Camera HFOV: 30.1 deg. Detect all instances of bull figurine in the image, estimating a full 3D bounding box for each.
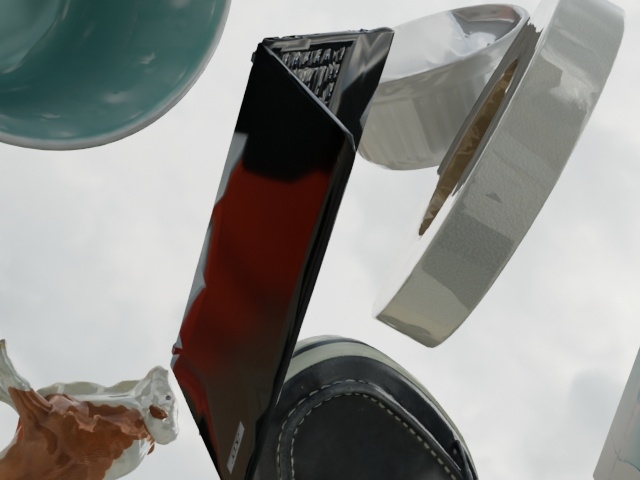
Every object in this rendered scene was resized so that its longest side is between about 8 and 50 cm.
[{"bbox_3d":[-0.284,0.218,1.169,0.188,0.310,0.101,38,-11,11],"label":"bull figurine"}]

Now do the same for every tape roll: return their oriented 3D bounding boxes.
[{"bbox_3d":[0.173,-0.076,1.189,0.072,0.392,0.392,29,-35,0],"label":"tape roll"}]

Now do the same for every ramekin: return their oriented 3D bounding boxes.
[{"bbox_3d":[0.143,-0.188,1.484,0.273,0.273,0.127,4,-58,47],"label":"ramekin"}]

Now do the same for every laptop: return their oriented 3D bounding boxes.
[{"bbox_3d":[0.000,0.000,0.763,0.137,0.264,0.234,28,-66,24],"label":"laptop"}]

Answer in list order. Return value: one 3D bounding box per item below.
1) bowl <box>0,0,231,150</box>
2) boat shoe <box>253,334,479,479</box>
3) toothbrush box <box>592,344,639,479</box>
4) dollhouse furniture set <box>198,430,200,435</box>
[{"bbox_3d":[-0.232,-0.217,0.856,0.163,0.311,0.311,3,-55,48],"label":"bowl"},{"bbox_3d":[0.090,0.292,0.983,0.500,0.187,0.156,65,-13,-23],"label":"boat shoe"},{"bbox_3d":[0.387,0.174,1.141,0.126,0.216,0.295,11,-70,-9],"label":"toothbrush box"},{"bbox_3d":[-0.058,0.306,1.561,0.356,0.303,0.173,-2,-97,35],"label":"dollhouse furniture set"}]
